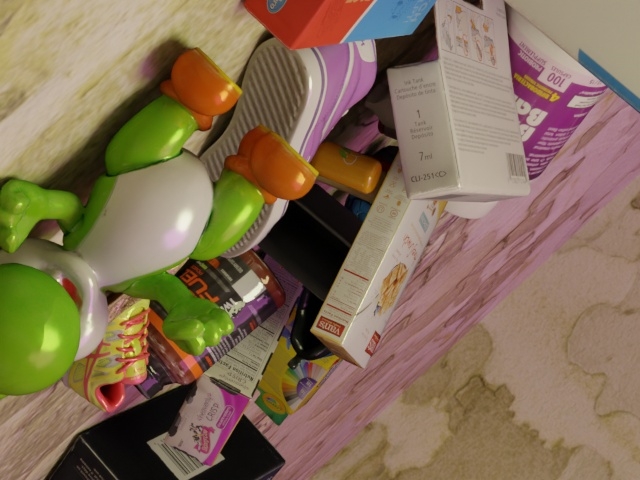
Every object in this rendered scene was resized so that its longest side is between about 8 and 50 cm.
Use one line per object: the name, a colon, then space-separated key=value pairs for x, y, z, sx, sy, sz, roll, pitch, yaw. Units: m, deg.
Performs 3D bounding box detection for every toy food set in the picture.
toy food set: x=0.053 y=-0.124 z=1.754 sx=0.232 sy=0.104 sz=0.111 roll=-55 pitch=162 yaw=-40

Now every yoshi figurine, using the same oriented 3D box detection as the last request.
yoshi figurine: x=-0.182 y=0.013 z=1.293 sx=0.362 sy=0.203 sz=0.203 roll=-42 pitch=150 yaw=1

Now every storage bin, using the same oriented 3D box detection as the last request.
storage bin: x=0.000 y=0.000 z=1.835 sx=0.098 sy=0.135 sz=0.091 roll=-54 pitch=172 yaw=31

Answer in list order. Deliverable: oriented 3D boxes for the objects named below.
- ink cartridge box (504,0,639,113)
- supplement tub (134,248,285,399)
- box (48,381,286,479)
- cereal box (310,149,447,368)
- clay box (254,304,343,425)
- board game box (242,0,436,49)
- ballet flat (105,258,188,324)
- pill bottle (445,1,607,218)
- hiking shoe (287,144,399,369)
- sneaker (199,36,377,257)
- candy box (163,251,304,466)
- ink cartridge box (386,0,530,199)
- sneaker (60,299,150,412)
ink cartridge box: x=0.308 y=-0.248 z=1.478 sx=0.166 sy=0.285 sz=0.395 roll=-50 pitch=179 yaw=16
supplement tub: x=-0.142 y=0.091 z=1.734 sx=0.198 sy=0.106 sz=0.106 roll=-41 pitch=165 yaw=-12
box: x=-0.249 y=0.375 z=2.083 sx=0.294 sy=0.183 sz=0.296 roll=-51 pitch=164 yaw=30
cereal box: x=0.073 y=0.021 z=1.737 sx=0.240 sy=0.047 sz=0.173 roll=-64 pitch=165 yaw=-7
clay box: x=-0.032 y=0.141 z=2.122 sx=0.222 sy=0.127 sz=0.053 roll=-52 pitch=167 yaw=29
board game box: x=0.096 y=-0.314 z=1.344 sx=0.316 sy=0.064 sz=0.242 roll=-52 pitch=164 yaw=28
ballet flat: x=-0.200 y=0.031 z=1.499 sx=0.206 sy=0.073 sz=0.067 roll=-46 pitch=151 yaw=-9
pill bottle: x=0.238 y=-0.171 z=1.911 sx=0.169 sy=0.169 sz=0.301 roll=-27 pitch=157 yaw=-49
hiking shoe: x=0.051 y=0.027 z=1.945 sx=0.132 sy=0.113 sz=0.304 roll=-34 pitch=145 yaw=-64
sneaker: x=-0.026 y=-0.103 z=1.532 sx=0.161 sy=0.102 sz=0.282 roll=-32 pitch=161 yaw=-48
candy box: x=-0.100 y=0.141 z=1.883 sx=0.159 sy=0.071 sz=0.233 roll=-60 pitch=-177 yaw=46
ink cartridge box: x=0.149 y=-0.174 z=1.664 sx=0.066 sy=0.261 sz=0.296 roll=-9 pitch=177 yaw=21
sneaker: x=-0.209 y=0.103 z=1.611 sx=0.081 sy=0.094 sz=0.208 roll=-28 pitch=157 yaw=-43
